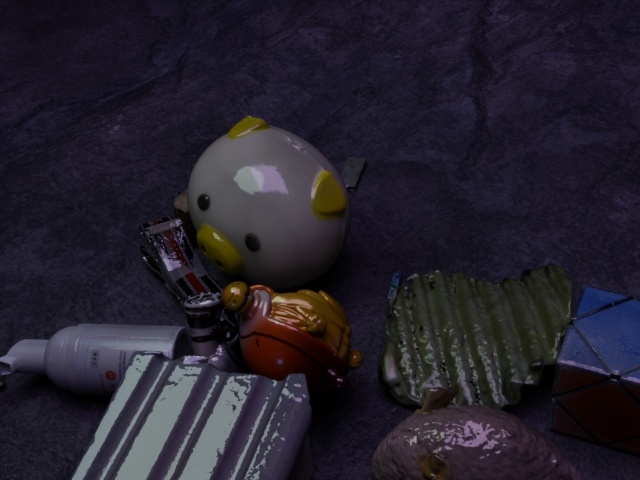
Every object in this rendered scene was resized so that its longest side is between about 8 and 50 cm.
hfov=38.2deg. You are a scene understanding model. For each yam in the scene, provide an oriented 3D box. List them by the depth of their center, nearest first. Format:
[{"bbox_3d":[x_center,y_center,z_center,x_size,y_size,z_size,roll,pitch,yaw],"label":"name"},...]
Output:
[{"bbox_3d":[-0.298,-0.049,2.139,0.084,0.127,0.084,-1,46,1],"label":"yam"}]

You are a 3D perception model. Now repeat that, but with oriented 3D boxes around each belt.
[{"bbox_3d":[-0.289,0.082,2.010,0.094,0.126,0.359,-19,49,-26],"label":"belt"}]

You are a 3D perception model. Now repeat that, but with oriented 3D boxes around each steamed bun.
[{"bbox_3d":[-0.111,-0.073,1.984,0.374,0.334,0.334,37,57,19],"label":"steamed bun"}]

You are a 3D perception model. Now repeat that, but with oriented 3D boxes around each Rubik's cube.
[{"bbox_3d":[0.538,0.234,1.660,0.205,0.207,0.205,13,47,22],"label":"Rubik's cube"}]

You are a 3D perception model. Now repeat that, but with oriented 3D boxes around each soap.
[{"bbox_3d":[-0.218,0.427,1.551,0.350,0.213,0.435,9,45,13],"label":"soap"}]

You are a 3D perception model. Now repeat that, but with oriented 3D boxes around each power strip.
[{"bbox_3d":[0.080,-0.169,2.293,0.051,0.019,0.136,6,44,16],"label":"power strip"}]

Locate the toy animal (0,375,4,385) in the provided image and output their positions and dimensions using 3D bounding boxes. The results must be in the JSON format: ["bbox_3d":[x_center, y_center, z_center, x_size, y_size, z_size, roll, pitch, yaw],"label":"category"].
[{"bbox_3d":[-0.729,0.255,1.929,0.202,0.070,0.105,24,62,23],"label":"toy animal"}]

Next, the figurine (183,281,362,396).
[{"bbox_3d":[-0.077,0.193,1.724,0.323,0.320,0.196,-5,59,30],"label":"figurine"}]

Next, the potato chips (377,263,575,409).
[{"bbox_3d":[0.307,0.182,1.821,0.373,0.097,0.389,0,44,25],"label":"potato chips"}]

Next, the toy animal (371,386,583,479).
[{"bbox_3d":[0.257,0.376,1.528,0.358,0.226,0.188,1,44,9],"label":"toy animal"}]

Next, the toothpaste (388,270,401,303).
[{"bbox_3d":[0.160,0.102,1.989,0.017,0.020,0.083,8,45,10],"label":"toothpaste"}]

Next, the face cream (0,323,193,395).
[{"bbox_3d":[-0.451,0.234,1.838,0.370,0.145,0.145,2,44,9],"label":"face cream"}]
